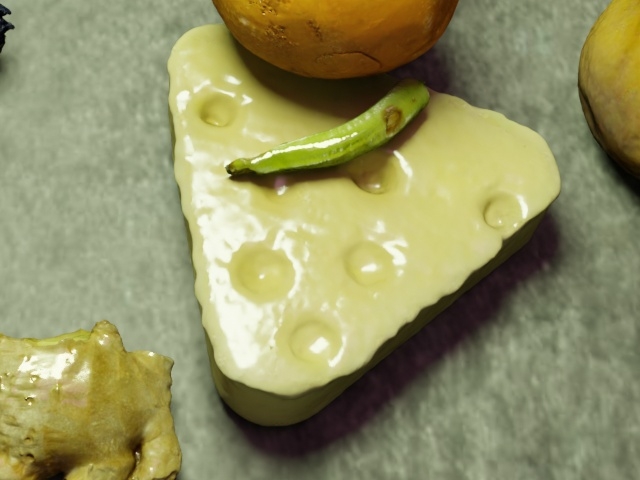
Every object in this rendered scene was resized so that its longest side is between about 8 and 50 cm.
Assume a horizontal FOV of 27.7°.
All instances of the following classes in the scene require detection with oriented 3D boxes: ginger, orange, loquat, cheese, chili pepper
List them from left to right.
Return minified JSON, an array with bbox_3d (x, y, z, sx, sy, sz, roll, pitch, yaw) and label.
[{"bbox_3d":[-0.226,0.146,1.094,0.216,0.102,0.157,0,92,-12],"label":"ginger"},{"bbox_3d":[0.001,0.001,1.183,0.384,0.104,0.383,3,63,-6],"label":"cheese"},{"bbox_3d":[0.013,-0.259,1.137,0.240,0.240,0.240,3,65,-6],"label":"orange"},{"bbox_3d":[0.019,-0.093,1.150,0.208,0.043,0.049,-26,83,-18],"label":"chili pepper"},{"bbox_3d":[0.361,-0.157,1.252,0.238,0.193,0.238,5,67,-12],"label":"loquat"}]

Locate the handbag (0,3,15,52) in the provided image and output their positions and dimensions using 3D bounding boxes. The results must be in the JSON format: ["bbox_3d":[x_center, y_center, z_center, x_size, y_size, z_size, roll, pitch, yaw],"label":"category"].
[{"bbox_3d":[-0.420,-0.219,1.222,0.229,0.127,0.207,-23,76,-16],"label":"handbag"}]
